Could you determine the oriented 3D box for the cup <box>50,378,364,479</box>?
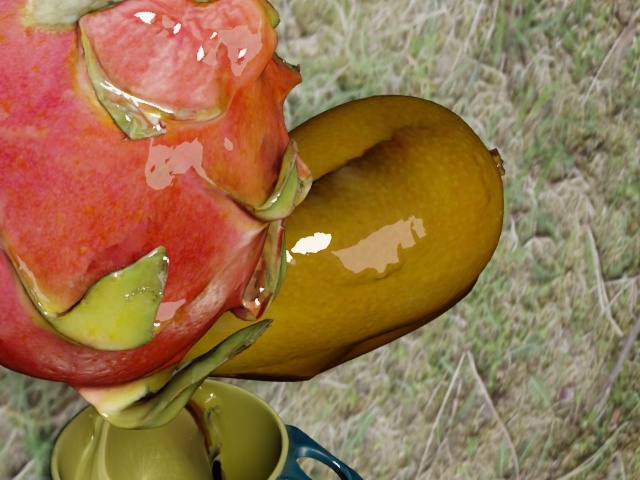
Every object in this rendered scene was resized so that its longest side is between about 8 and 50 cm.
[{"bbox_3d":[-0.058,0.177,1.078,0.131,0.176,0.155,-83,173,-57],"label":"cup"}]

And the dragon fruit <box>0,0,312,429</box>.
[{"bbox_3d":[-0.105,-0.038,0.875,0.224,0.224,0.227,-43,176,-30],"label":"dragon fruit"}]

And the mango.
[{"bbox_3d":[0.000,0.000,1.081,0.236,0.166,0.136,-28,83,-17],"label":"mango"}]
